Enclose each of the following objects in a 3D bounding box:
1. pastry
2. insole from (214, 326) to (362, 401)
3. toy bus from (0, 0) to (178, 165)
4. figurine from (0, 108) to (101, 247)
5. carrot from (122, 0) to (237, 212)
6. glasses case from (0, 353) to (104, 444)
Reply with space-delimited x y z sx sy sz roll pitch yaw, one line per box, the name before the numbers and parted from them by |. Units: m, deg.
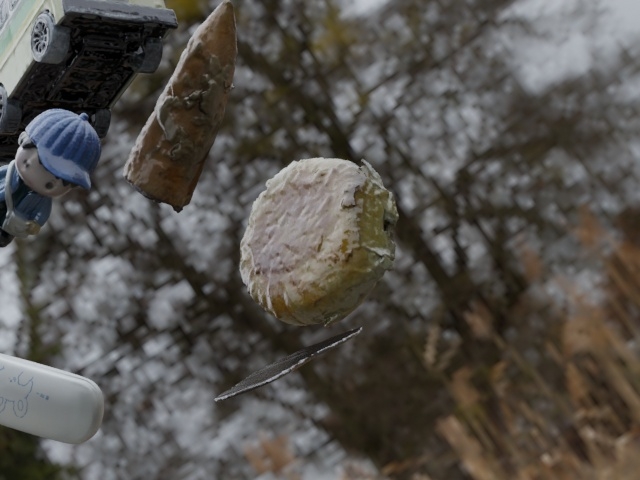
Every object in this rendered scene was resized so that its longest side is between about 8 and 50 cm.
pastry | -0.002 0.006 2.531 0.236 0.257 0.121 -27 -37 32
insole | -0.035 0.134 1.958 0.111 0.007 0.328 -22 0 20
toy bus | -0.306 -0.227 2.088 0.143 0.179 0.305 2 -32 -33
figurine | -0.265 -0.056 1.698 0.149 0.086 0.087 -44 3 31
carrot | -0.157 -0.170 2.175 0.102 0.102 0.263 -10 -53 -60
glasses case | -0.398 0.207 2.414 0.059 0.233 0.092 -7 -69 -68
